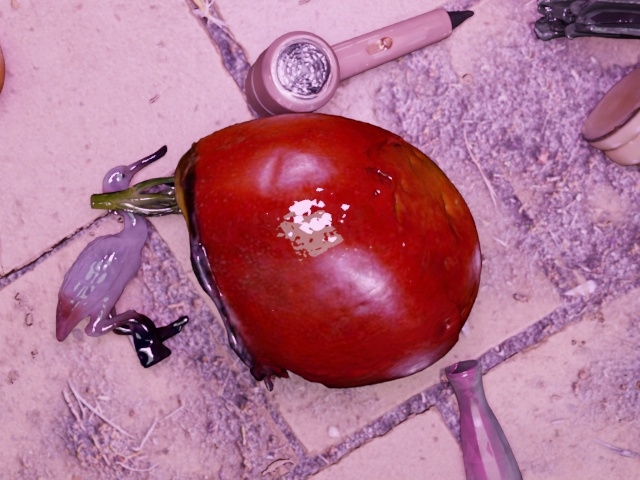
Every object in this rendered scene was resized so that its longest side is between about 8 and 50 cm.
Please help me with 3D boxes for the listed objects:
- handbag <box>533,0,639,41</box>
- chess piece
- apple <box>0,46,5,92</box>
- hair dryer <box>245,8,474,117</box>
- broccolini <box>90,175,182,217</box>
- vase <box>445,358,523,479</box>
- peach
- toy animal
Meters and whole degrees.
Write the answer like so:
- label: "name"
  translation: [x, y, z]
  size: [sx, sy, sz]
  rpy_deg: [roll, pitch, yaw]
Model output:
- label: "handbag"
  translation: [0.431, -0.293, 1.084]
  size: [0.260, 0.247, 0.079]
  rpy_deg: [1, 106, -2]
- label: "chess piece"
  translation: [0.513, -0.117, 1.182]
  size: [0.261, 0.143, 0.143]
  rpy_deg: [40, 98, -13]
- label: "apple"
  translation: [-0.532, -0.225, 1.133]
  size: [0.199, 0.199, 0.199]
  rpy_deg: [0, 100, 0]
- label: "hair dryer"
  translation: [0.067, -0.267, 1.140]
  size: [0.344, 0.189, 0.107]
  rpy_deg: [-24, 97, -11]
- label: "broccolini"
  translation: [-0.229, -0.060, 1.199]
  size: [0.202, 0.068, 0.091]
  rpy_deg: [-4, 69, -9]
- label: "vase"
  translation: [0.249, 0.294, 1.276]
  size: [0.086, 0.086, 0.214]
  rpy_deg: [-16, 95, 3]
- label: "peach"
  translation: [0.000, 0.000, 1.079]
  size: [0.416, 0.339, 0.353]
  rpy_deg: [14, 123, -20]
- label: "toy animal"
  translation: [-0.306, 0.030, 1.222]
  size: [0.195, 0.090, 0.324]
  rpy_deg: [-9, 95, -23]
